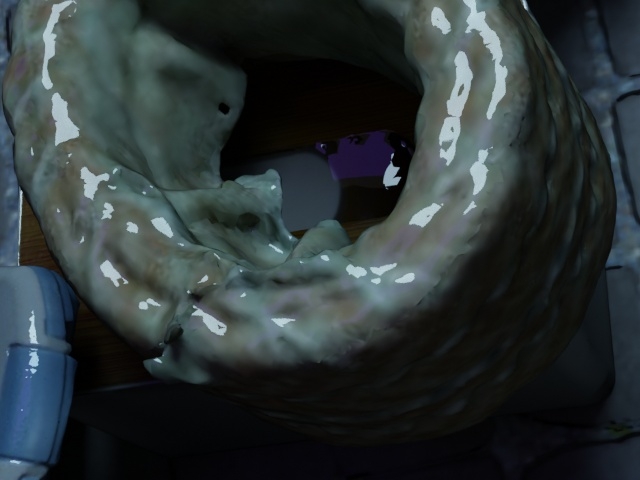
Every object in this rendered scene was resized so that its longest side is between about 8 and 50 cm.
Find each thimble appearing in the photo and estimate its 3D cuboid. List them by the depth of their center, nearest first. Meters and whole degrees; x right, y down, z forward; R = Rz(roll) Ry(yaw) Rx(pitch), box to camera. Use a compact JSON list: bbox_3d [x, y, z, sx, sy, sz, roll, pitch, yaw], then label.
[{"bbox_3d":[-0.005,-0.037,0.670,0.196,0.148,0.229,-33,63,8],"label":"thimble"}]

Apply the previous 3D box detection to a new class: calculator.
[{"bbox_3d":[-0.171,0.072,0.778,0.210,0.039,0.121,-2,74,50],"label":"calculator"}]

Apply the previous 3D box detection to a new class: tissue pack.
[{"bbox_3d":[0.000,0.001,0.814,0.246,0.136,0.159,-10,67,20],"label":"tissue pack"}]
